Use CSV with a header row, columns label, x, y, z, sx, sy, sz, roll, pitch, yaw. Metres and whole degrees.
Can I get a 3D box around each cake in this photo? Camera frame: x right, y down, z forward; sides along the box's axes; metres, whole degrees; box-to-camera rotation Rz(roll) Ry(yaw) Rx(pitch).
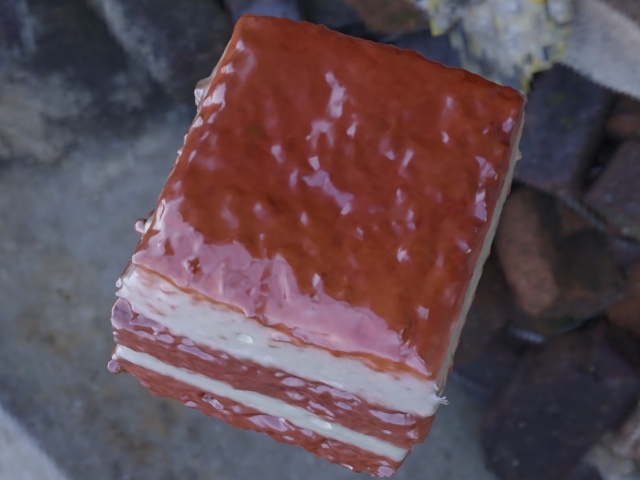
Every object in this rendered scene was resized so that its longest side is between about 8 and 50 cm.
label,x,y,z,sx,sy,sz,roll,pitch,yaw
cake,0.000,0.000,1.376,0.270,0.269,0.319,20,158,1
